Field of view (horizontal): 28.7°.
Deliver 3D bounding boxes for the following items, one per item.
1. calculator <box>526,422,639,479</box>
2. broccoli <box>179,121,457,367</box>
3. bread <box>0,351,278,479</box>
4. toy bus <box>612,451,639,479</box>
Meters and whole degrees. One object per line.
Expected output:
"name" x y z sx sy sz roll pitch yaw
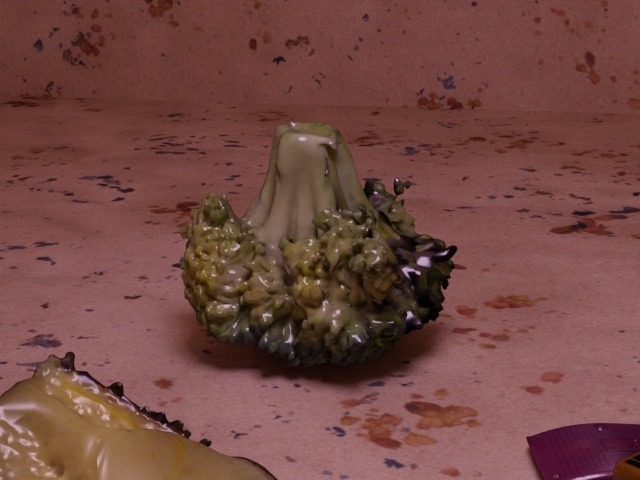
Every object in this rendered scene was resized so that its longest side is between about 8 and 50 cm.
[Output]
"calculator" 0.305 0.212 1.224 0.191 0.034 0.126 -2 15 -2
"broccoli" -0.006 -0.004 1.536 0.348 0.280 0.293 12 23 24
"bread" -0.191 0.226 1.041 0.262 0.162 0.204 29 26 18
"toy bus" 0.341 0.239 1.019 0.114 0.098 0.201 -15 21 -33
